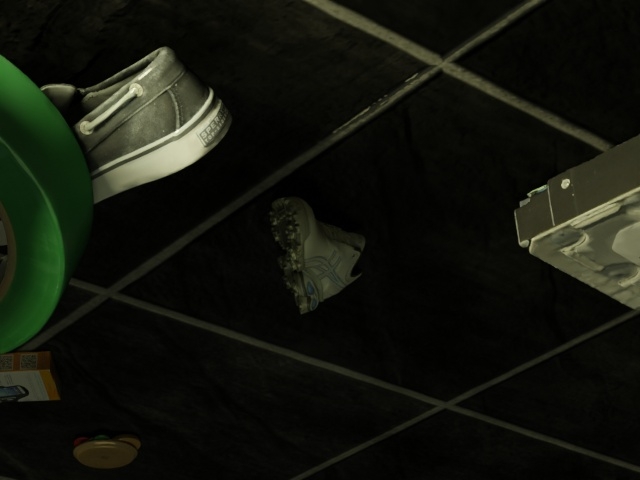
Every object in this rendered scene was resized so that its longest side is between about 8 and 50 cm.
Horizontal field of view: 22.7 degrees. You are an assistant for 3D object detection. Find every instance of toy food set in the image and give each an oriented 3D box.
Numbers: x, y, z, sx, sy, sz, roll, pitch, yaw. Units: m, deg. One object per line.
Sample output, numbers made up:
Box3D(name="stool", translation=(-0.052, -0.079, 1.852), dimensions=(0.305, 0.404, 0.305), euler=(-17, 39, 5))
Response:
Box3D(name="toy food set", translation=(-0.271, 0.264, 2.006), dimensions=(0.083, 0.020, 0.083), euler=(7, 149, -16))

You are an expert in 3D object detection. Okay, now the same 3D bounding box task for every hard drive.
Box3D(name="hard drive", translation=(0.386, -0.041, 1.514), dimensions=(0.339, 0.064, 0.237), euler=(-27, 142, 35))

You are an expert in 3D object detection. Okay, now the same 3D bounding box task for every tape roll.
Box3D(name="tape roll", translation=(-0.349, -0.039, 1.308), dimensions=(0.321, 0.077, 0.321), euler=(9, 132, 10))

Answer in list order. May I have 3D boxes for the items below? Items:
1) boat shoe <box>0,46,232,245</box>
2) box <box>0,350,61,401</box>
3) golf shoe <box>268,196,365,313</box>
Box3D(name="boat shoe", translation=(-0.216, -0.083, 1.346), dimensions=(0.301, 0.108, 0.102), euler=(-18, 121, 38))
Box3D(name="box", translation=(-0.367, 0.156, 1.807), dimensions=(0.136, 0.028, 0.081), euler=(-1, 150, 0))
Box3D(name="golf shoe", translation=(0.000, 0.000, 1.562), dimensions=(0.086, 0.069, 0.176), euler=(-23, 153, -7))
